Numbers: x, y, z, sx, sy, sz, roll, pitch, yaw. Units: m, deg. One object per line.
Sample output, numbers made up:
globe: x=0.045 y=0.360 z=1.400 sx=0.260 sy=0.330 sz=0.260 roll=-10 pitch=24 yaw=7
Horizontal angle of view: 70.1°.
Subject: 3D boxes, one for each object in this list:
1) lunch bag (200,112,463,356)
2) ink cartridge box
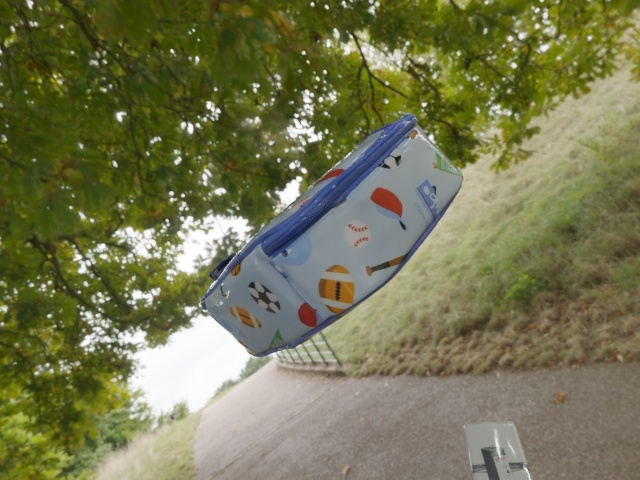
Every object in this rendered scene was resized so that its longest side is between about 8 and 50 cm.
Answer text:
lunch bag: x=0.000 y=0.000 z=0.507 sx=0.243 sy=0.115 sz=0.303 roll=-48 pitch=8 yaw=-35
ink cartridge box: x=0.295 y=0.427 z=0.726 sx=0.092 sy=0.158 sz=0.218 roll=-8 pitch=22 yaw=14
